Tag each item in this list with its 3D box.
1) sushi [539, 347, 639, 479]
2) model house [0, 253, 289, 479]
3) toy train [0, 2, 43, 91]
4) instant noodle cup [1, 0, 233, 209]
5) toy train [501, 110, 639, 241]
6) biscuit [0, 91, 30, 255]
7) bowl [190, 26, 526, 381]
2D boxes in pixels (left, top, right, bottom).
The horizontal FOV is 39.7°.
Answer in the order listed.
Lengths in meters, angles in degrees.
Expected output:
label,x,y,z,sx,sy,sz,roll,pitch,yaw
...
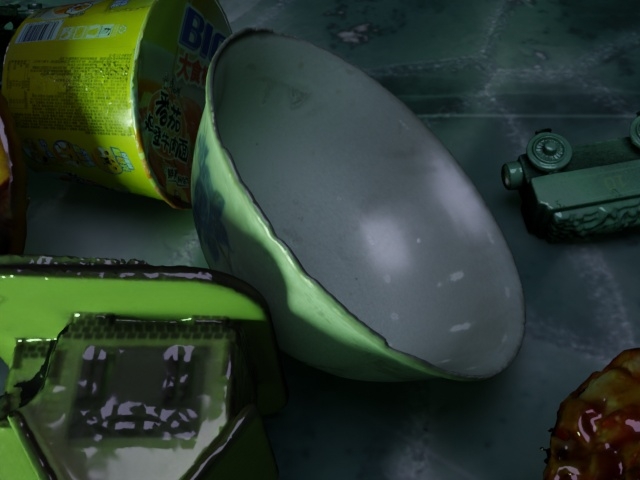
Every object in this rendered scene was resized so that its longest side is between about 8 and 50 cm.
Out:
label,x,y,z,sx,sy,sz,roll,pitch,yaw
sushi,0.188,0.200,0.455,0.196,0.182,0.343,-22,19,22
model house,-0.134,0.177,0.541,0.205,0.218,0.278,1,56,6
toy train,-0.338,-0.177,0.851,0.159,0.101,0.248,-3,13,3
instant noodle cup,-0.181,-0.132,0.802,0.153,0.205,0.205,4,51,16
toy train,0.249,-0.052,0.783,0.172,0.070,0.099,-10,62,-3
biscuit,-0.381,-0.036,0.725,0.318,0.040,0.318,0,89,14
bowl,0.000,0.000,0.685,0.146,0.313,0.313,-40,44,30
